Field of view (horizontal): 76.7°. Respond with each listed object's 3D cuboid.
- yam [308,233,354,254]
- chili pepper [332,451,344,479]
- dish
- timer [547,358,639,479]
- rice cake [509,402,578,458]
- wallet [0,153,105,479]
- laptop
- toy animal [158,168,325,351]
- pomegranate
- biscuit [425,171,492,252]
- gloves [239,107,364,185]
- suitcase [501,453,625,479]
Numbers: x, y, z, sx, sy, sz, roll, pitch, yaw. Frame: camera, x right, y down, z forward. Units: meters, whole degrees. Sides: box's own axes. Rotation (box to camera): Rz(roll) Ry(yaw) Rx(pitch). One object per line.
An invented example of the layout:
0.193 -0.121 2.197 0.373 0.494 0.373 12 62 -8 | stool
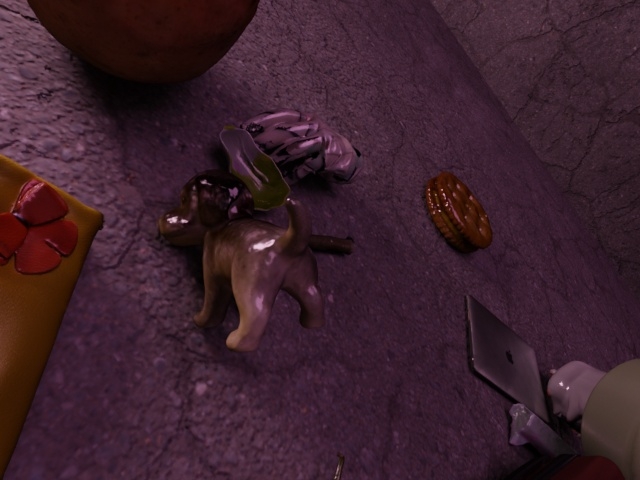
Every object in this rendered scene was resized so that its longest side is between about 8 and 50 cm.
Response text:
0.000 0.000 0.639 0.129 0.027 0.033 11 78 -40 | yam
-0.007 0.307 0.401 0.059 0.050 0.191 53 44 -29 | chili pepper
-0.108 -0.099 0.590 0.091 0.039 0.137 -29 88 -47 | dish
0.597 0.351 0.812 0.290 0.315 0.291 -1 93 -13 | timer
0.465 0.432 0.796 0.290 0.051 0.081 43 74 -13 | rice cake
-0.254 0.044 0.289 0.141 0.067 0.242 50 32 -50 | wallet
0.403 0.255 0.876 0.269 0.015 0.188 37 42 -21 | laptop
-0.089 0.017 0.437 0.121 0.233 0.169 -8 110 -37 | toy animal
-0.201 -0.344 0.467 0.321 0.322 0.323 25 48 -31 | pomegranate
0.346 -0.072 1.007 0.220 0.066 0.221 26 47 -32 | biscuit
-0.029 -0.158 0.665 0.212 0.111 0.128 18 54 -44 | gloves
0.360 0.455 0.578 0.296 0.161 0.237 7 59 -41 | suitcase
